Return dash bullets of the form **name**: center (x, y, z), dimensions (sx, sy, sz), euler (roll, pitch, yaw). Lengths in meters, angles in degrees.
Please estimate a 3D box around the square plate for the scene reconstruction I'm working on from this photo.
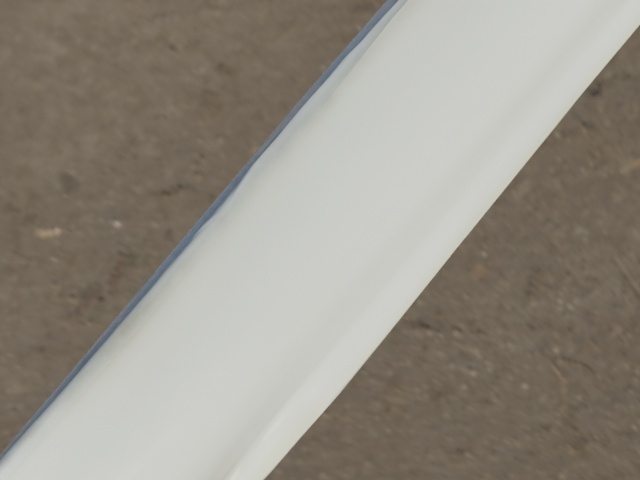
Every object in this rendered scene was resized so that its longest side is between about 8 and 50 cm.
- **square plate**: center (0.000, 0.000, 0.513), dimensions (0.049, 0.347, 0.344), euler (41, 66, 0)
